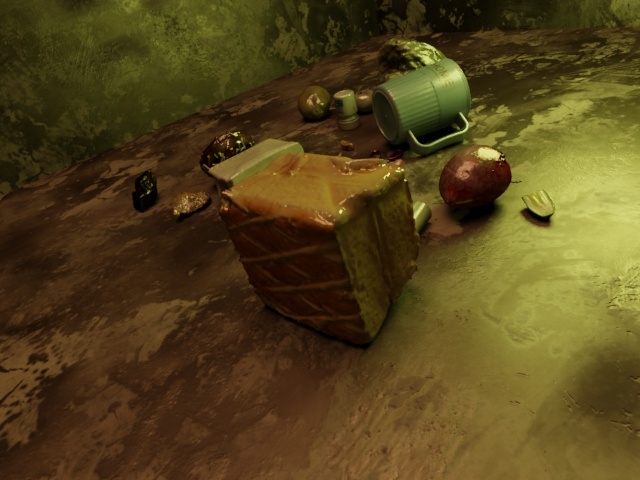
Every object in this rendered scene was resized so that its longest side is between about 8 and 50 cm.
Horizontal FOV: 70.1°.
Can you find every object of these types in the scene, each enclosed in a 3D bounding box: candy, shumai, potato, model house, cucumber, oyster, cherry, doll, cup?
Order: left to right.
[{"bbox_3d":[-0.787,-0.213,2.019,0.106,0.166,0.152,-1,33,-6],"label":"model house"},{"bbox_3d":[-0.538,-0.157,1.866,0.163,0.081,0.191,-4,37,11],"label":"oyster"},{"bbox_3d":[-0.255,-0.286,1.868,0.358,0.145,0.208,-34,34,-26],"label":"candy"},{"bbox_3d":[-0.033,-0.741,2.465,0.178,0.160,0.235,-48,40,23],"label":"potato"},{"bbox_3d":[0.201,-0.711,2.356,0.274,0.113,0.155,-5,42,5],"label":"doll"},{"bbox_3d":[0.400,-0.684,2.073,0.324,0.397,0.324,-1,61,58],"label":"shumai"},{"bbox_3d":[0.403,-0.514,1.827,0.311,0.331,0.257,-22,6,-10],"label":"cup"},{"bbox_3d":[0.444,-0.176,1.341,0.249,0.175,0.192,-37,48,-26],"label":"cherry"},{"bbox_3d":[0.607,-0.092,1.258,0.067,0.035,0.107,-20,38,15],"label":"cucumber"}]

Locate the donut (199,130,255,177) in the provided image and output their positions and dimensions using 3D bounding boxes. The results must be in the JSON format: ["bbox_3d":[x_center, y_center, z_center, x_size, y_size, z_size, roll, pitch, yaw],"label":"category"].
[{"bbox_3d":[-0.396,-0.363,1.979,0.269,0.270,0.103,-30,73,-21],"label":"donut"}]

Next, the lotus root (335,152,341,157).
[{"bbox_3d":[-0.028,-0.231,1.682,0.256,0.140,0.154,-15,2,17],"label":"lotus root"}]

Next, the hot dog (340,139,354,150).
[{"bbox_3d":[0.110,-0.414,1.999,0.034,0.030,0.090,-29,33,-16],"label":"hot dog"}]

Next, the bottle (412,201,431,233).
[{"bbox_3d":[0.244,-0.031,1.299,0.072,0.072,0.201,10,40,36],"label":"bottle"}]

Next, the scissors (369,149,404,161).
[{"bbox_3d":[0.218,-0.289,1.770,0.144,0.017,0.248,6,40,34],"label":"scissors"}]

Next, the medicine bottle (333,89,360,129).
[{"bbox_3d":[0.127,-0.627,2.192,0.104,0.168,0.105,-13,32,8],"label":"medicine bottle"}]

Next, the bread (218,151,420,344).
[{"bbox_3d":[0.000,0.000,1.084,0.389,0.371,0.279,11,40,39],"label":"bread"}]
